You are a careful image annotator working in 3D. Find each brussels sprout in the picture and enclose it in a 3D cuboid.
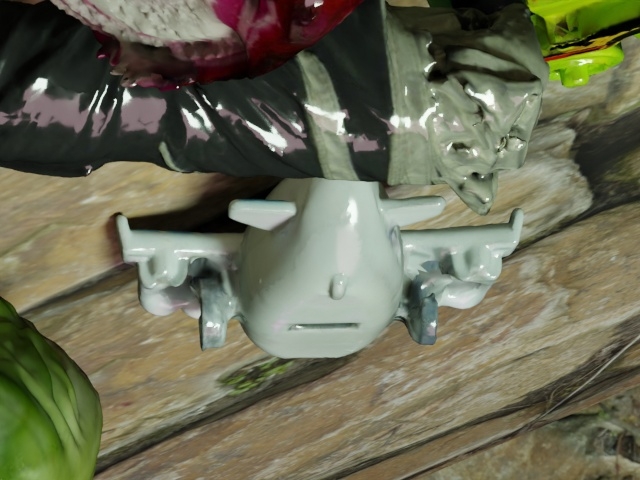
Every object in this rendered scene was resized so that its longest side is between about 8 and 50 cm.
[{"bbox_3d":[-0.244,0.126,1.034,0.244,0.244,0.244,-20,162,-7],"label":"brussels sprout"}]

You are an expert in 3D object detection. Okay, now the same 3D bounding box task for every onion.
[{"bbox_3d":[-0.049,-0.163,0.613,0.173,0.198,0.135,-1,-137,40],"label":"onion"}]

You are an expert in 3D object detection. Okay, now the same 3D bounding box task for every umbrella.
[{"bbox_3d":[-0.072,-0.080,0.783,0.357,0.106,0.113,2,148,-13],"label":"umbrella"}]

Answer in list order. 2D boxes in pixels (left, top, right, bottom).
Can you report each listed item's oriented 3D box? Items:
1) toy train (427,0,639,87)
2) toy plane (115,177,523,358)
[{"bbox_3d":[0.184,-0.146,0.839,0.296,0.101,0.160,-11,173,26],"label":"toy train"},{"bbox_3d":[0.000,0.005,1.126,0.266,0.123,0.267,-2,158,-1],"label":"toy plane"}]
